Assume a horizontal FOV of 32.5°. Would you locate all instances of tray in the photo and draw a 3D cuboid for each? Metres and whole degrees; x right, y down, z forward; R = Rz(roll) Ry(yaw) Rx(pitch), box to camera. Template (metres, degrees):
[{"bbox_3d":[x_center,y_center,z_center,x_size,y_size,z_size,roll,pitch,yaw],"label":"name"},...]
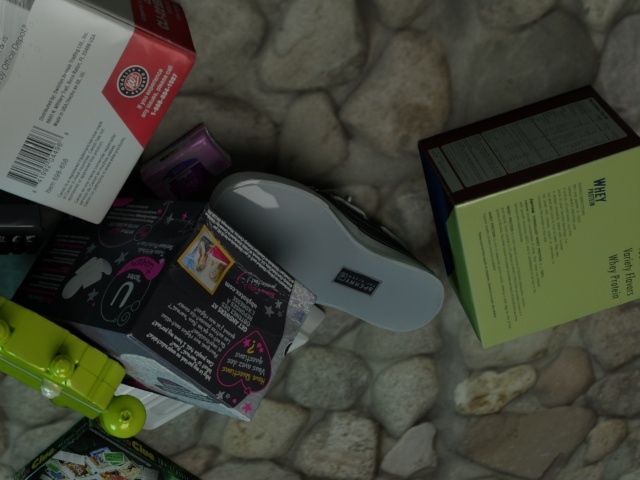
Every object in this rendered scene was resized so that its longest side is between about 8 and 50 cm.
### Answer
[{"bbox_3d":[-0.123,0.143,1.224,0.270,0.030,0.145,-30,158,7],"label":"tray"}]

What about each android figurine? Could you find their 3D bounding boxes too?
[{"bbox_3d":[-0.275,0.113,1.047,0.248,0.273,0.056,31,73,-9],"label":"android figurine"}]

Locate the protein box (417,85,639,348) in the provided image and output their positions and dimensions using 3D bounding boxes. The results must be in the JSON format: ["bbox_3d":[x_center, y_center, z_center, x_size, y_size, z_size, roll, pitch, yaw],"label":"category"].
[{"bbox_3d":[0.233,-0.025,1.176,0.201,0.136,0.200,-18,126,-1],"label":"protein box"}]

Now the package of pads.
[{"bbox_3d":[-0.135,-0.075,1.108,0.083,0.032,0.050,-34,124,10],"label":"package of pads"}]

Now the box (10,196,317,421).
[{"bbox_3d":[-0.156,0.061,1.046,0.163,0.247,0.142,42,68,-34],"label":"box"}]

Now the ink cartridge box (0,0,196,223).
[{"bbox_3d":[-0.277,-0.160,0.959,0.272,0.114,0.197,22,117,-28],"label":"ink cartridge box"}]

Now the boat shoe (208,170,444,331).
[{"bbox_3d":[0.003,-0.003,1.152,0.306,0.105,0.113,22,112,-34],"label":"boat shoe"}]

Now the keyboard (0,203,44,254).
[{"bbox_3d":[-0.418,-0.014,1.011,0.317,0.033,0.201,-2,161,-14],"label":"keyboard"}]

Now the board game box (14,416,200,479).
[{"bbox_3d":[-0.235,0.318,1.360,0.136,0.030,0.259,-40,125,11],"label":"board game box"}]
